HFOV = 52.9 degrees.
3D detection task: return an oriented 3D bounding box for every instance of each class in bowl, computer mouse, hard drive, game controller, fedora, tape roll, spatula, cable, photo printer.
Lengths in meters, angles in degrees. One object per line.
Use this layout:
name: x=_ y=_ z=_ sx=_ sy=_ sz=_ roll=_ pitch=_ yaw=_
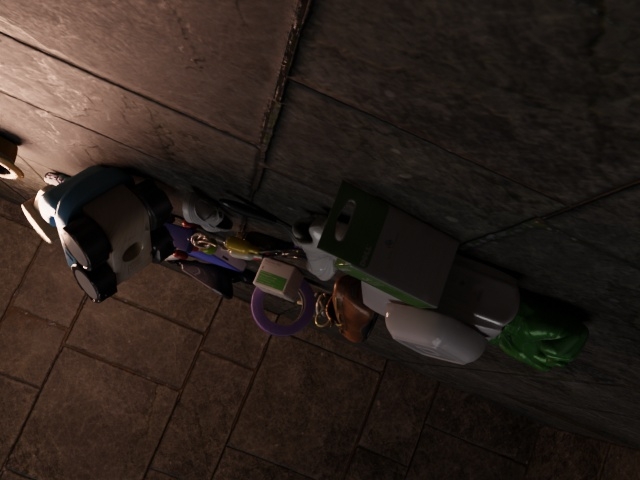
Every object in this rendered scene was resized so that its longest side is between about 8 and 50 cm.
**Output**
bowl: x=0.181 y=0.154 z=1.025 sx=0.142 sy=0.053 sz=0.142 roll=6 pitch=160 yaw=45
computer mouse: x=-0.398 y=0.102 z=2.169 sx=0.272 sy=0.072 sz=0.188 roll=32 pitch=174 yaw=8
hard drive: x=-0.419 y=0.018 z=2.070 sx=0.318 sy=0.040 sz=0.210 roll=14 pitch=166 yaw=33
game controller: x=-0.330 y=0.121 z=2.362 sx=0.166 sy=0.067 sz=0.319 roll=12 pitch=174 yaw=-26
fedora: x=-0.838 y=-0.227 z=1.650 sx=0.194 sy=0.079 sz=0.194 roll=17 pitch=163 yaw=6
tape roll: x=-0.112 y=0.190 z=1.911 sx=0.189 sy=0.189 sz=0.080 roll=23 pitch=169 yaw=-3
spatula: x=-0.079 y=-0.021 z=1.299 sx=0.296 sy=0.030 sz=0.084 roll=29 pitch=169 yaw=-31
cable: x=-0.102 y=0.038 z=1.500 sx=0.287 sy=0.072 sz=0.139 roll=17 pitch=170 yaw=30
photo printer: x=0.196 y=0.098 z=1.140 sx=0.256 sy=0.107 sz=0.307 roll=20 pitch=168 yaw=9

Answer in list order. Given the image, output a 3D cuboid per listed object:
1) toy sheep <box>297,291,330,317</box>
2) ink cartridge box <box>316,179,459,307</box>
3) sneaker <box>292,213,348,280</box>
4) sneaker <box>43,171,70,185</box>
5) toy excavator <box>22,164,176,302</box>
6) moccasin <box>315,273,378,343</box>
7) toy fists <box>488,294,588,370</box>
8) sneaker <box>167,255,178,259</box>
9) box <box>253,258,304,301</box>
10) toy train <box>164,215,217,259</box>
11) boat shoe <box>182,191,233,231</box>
toy sheep: x=-0.014 y=0.204 z=2.058 sx=0.132 sy=0.091 sz=0.091 roll=10 pitch=164 yaw=26
ink cartridge box: x=0.090 y=0.009 z=0.932 sx=0.209 sy=0.109 sz=0.062 roll=26 pitch=167 yaw=-19
sneaker: x=0.000 y=0.000 z=1.156 sx=0.115 sy=0.090 sz=0.232 roll=30 pitch=159 yaw=-5
sneaker: x=-0.697 y=-0.119 z=1.826 sx=0.223 sy=0.098 sz=0.083 roll=21 pitch=168 yaw=6
toy excavator: x=-0.573 y=-0.060 z=1.541 sx=0.445 sy=0.222 sz=0.433 roll=42 pitch=148 yaw=17
moccasin: x=0.073 y=0.172 z=1.615 sx=0.147 sy=0.139 sz=0.380 roll=22 pitch=168 yaw=8
toy fists: x=0.388 y=0.174 z=1.163 sx=0.142 sy=0.096 sz=0.279 roll=19 pitch=167 yaw=10
sneaker: x=-0.540 y=-0.030 z=1.915 sx=0.292 sy=0.108 sz=0.169 roll=19 pitch=171 yaw=23
box: x=-0.116 y=0.109 z=1.808 sx=0.101 sy=0.087 sz=0.102 roll=18 pitch=167 yaw=19
toy train: x=-0.330 y=0.008 z=1.745 sx=0.248 sy=0.105 sz=0.143 roll=15 pitch=176 yaw=32
boat shoe: x=-0.237 y=-0.054 z=1.373 sx=0.063 sy=0.066 sz=0.184 roll=5 pitch=162 yaw=13
